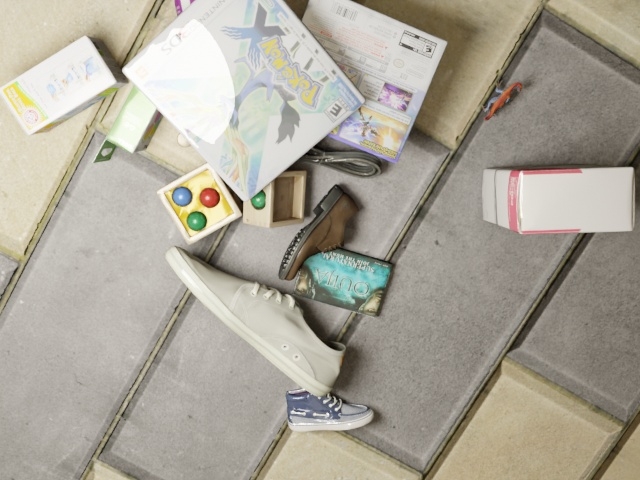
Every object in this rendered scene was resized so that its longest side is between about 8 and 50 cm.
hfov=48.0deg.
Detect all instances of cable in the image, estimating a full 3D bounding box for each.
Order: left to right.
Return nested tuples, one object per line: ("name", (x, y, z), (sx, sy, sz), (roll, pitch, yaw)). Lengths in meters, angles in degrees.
("cable", (-0.023, -0.164, 1.453), (0.287, 0.072, 0.139), (24, 140, -16))

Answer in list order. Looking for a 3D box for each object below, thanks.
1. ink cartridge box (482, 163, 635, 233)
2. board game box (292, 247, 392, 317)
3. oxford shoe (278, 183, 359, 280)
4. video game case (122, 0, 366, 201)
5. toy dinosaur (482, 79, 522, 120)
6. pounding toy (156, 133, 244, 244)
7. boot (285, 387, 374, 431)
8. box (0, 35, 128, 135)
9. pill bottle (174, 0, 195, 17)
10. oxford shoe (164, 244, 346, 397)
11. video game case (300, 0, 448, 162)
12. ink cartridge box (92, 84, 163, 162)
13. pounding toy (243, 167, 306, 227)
("ink cartridge box", (0.441, -0.084, 1.379), (0.207, 0.283, 0.117), (-2, 97, 0))
("board game box", (0.046, 0.081, 1.535), (0.186, 0.026, 0.126), (16, 100, -4))
("oxford shoe", (0.000, 0.000, 1.468), (0.096, 0.083, 0.227), (39, 82, -9))
("video game case", (-0.135, -0.281, 1.297), (0.300, 0.036, 0.329), (-39, 107, 13))
("toy dinosaur", (0.371, -0.283, 1.451), (0.047, 0.090, 0.082), (33, 131, -22))
("pounding toy", (-0.238, -0.127, 1.457), (0.181, 0.094, 0.206), (-29, 100, 5))
("boot", (0.018, 0.362, 1.566), (0.190, 0.069, 0.086), (-7, 104, 2))
("box", (-0.500, -0.302, 1.409), (0.203, 0.114, 0.103), (-30, 101, 4))
("pill bottle", (-0.182, -0.405, 1.368), (0.169, 0.169, 0.301), (-9, 101, 1))
("oxford shoe", (-0.124, 0.145, 1.482), (0.449, 0.169, 0.130), (40, 90, -11))
("video game case", (0.066, -0.308, 1.357), (0.270, 0.061, 0.244), (22, 100, -5))
("ink cartridge box", (-0.364, -0.232, 1.428), (0.062, 0.109, 0.209), (30, 99, -5))
("pounding toy", (-0.112, -0.099, 1.443), (0.100, 0.141, 0.130), (11, 103, 36))
